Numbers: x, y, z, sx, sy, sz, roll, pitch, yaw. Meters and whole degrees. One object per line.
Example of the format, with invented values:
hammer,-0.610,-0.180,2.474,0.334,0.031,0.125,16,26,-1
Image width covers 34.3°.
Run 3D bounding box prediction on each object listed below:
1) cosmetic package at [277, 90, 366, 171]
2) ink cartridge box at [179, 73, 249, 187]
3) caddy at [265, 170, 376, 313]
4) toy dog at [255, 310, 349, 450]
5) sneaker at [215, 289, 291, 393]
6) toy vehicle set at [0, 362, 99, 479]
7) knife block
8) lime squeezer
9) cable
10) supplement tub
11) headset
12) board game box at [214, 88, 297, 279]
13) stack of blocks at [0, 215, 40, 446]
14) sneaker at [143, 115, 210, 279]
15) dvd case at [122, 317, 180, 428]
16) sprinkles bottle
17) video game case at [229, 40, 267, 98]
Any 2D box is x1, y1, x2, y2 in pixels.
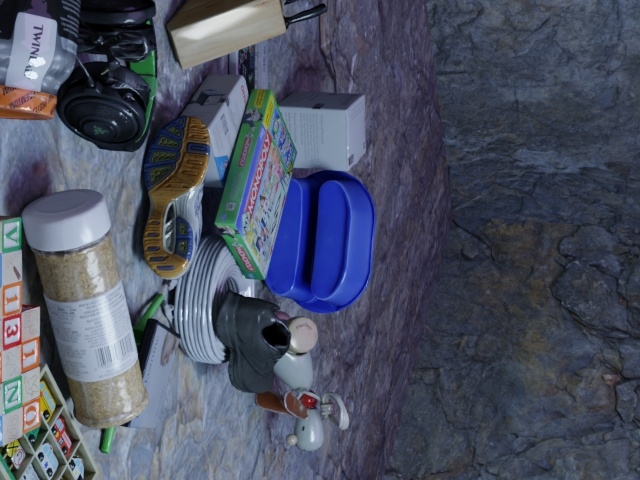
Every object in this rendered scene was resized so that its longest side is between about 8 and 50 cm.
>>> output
cosmetic package,0.001,-0.260,2.445,0.151,0.183,0.152,-51,141,-61
ink cartridge box,-0.202,-0.214,2.006,0.191,0.082,0.140,-68,155,-46
caddy,0.000,0.000,2.427,0.179,0.241,0.342,9,86,-65
toy dog,-0.086,0.317,2.350,0.220,0.160,0.334,-45,-119,58
sneaker,-0.116,0.213,2.018,0.286,0.130,0.109,77,24,-50
toy vehicle set,-0.420,0.331,1.552,0.166,0.035,0.267,-67,154,-44
knife block,-0.119,-0.420,1.917,0.088,0.242,0.276,76,32,-42
lime squeezer,-0.322,0.205,1.789,0.110,0.058,0.310,67,32,-54
cable,-0.208,0.115,2.055,0.257,0.089,0.257,-68,155,-42
supplement tub,-0.386,-0.311,1.252,0.193,0.193,0.316,4,89,-72
headset,-0.292,-0.263,1.559,0.394,0.185,0.244,15,80,-83
board game box,-0.123,-0.110,2.062,0.213,0.046,0.317,68,30,-57
stack of blocks,-0.446,0.117,1.338,0.171,0.087,0.297,-22,115,-70
sneaker,-0.262,-0.075,1.870,0.131,0.111,0.297,91,8,-80
dvd case,-0.293,0.237,1.803,0.253,0.022,0.181,83,21,-79
sprinkles bottle,-0.348,0.105,1.553,0.121,0.121,0.356,-53,141,-58
video game case,-0.154,-0.333,2.220,0.173,0.022,0.191,-33,126,-68
